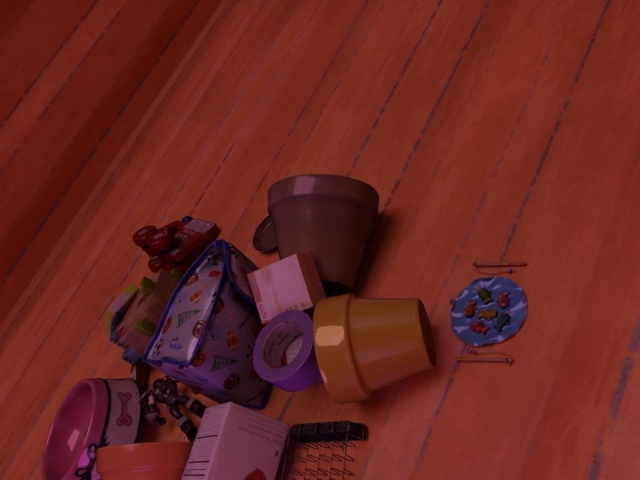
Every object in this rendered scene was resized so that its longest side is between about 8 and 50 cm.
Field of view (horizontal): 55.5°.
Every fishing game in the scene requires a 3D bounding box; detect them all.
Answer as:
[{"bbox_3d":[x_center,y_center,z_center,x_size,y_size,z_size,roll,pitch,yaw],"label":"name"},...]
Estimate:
[{"bbox_3d":[0.383,0.157,1.414,0.189,0.041,0.264,-2,57,39],"label":"fishing game"}]

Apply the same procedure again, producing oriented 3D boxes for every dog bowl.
[{"bbox_3d":[-0.730,0.618,1.918,0.408,0.150,0.407,-31,45,37],"label":"dog bowl"}]

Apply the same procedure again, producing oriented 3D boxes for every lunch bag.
[{"bbox_3d":[-0.252,0.232,1.715,0.239,0.328,0.385,-4,54,36],"label":"lunch bag"}]

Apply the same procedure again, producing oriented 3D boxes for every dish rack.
[{"bbox_3d":[-0.006,0.554,1.419,0.208,0.074,0.271,-17,49,35],"label":"dish rack"}]

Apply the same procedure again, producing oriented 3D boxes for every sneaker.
[{"bbox_3d":[-0.637,0.481,2.076,0.084,0.069,0.185,-31,40,20],"label":"sneaker"}]

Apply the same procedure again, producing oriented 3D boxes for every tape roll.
[{"bbox_3d":[-0.070,0.272,1.505,0.189,0.080,0.189,-24,46,27],"label":"tape roll"}]

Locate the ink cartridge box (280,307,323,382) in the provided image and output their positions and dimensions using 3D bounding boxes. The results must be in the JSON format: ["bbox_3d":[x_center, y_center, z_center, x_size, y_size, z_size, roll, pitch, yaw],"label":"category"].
[{"bbox_3d":[-0.024,0.272,1.626,0.128,0.127,0.176,-6,54,41],"label":"ink cartridge box"}]

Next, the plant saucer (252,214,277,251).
[{"bbox_3d":[-0.161,-0.027,2.092,0.168,0.029,0.168,-26,43,27],"label":"plant saucer"}]

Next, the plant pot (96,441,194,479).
[{"bbox_3d":[-0.444,0.650,1.607,0.291,0.291,0.203,-19,64,32],"label":"plant pot"}]

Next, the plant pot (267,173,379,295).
[{"bbox_3d":[0.000,0.000,1.728,0.323,0.323,0.280,-11,67,38],"label":"plant pot"}]

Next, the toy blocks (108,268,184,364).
[{"bbox_3d":[-0.624,0.282,2.134,0.261,0.191,0.381,-42,23,20],"label":"toy blocks"}]

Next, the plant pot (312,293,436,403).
[{"bbox_3d":[0.135,0.238,1.431,0.239,0.254,0.254,-14,48,16],"label":"plant pot"}]

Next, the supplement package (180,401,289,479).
[{"bbox_3d":[-0.222,0.571,1.485,0.175,0.178,0.292,-31,37,53],"label":"supplement package"}]

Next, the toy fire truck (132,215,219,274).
[{"bbox_3d":[-0.562,-0.002,2.370,0.254,0.169,0.302,-39,32,-30],"label":"toy fire truck"}]

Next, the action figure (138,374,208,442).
[{"bbox_3d":[-0.436,0.493,1.839,0.285,0.099,0.185,25,68,46],"label":"action figure"}]

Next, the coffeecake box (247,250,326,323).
[{"bbox_3d":[-0.089,0.125,1.596,0.185,0.068,0.142,-23,82,36],"label":"coffeecake box"}]

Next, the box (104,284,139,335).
[{"bbox_3d":[-0.726,0.255,2.214,0.178,0.042,0.109,-59,-10,-53],"label":"box"}]
